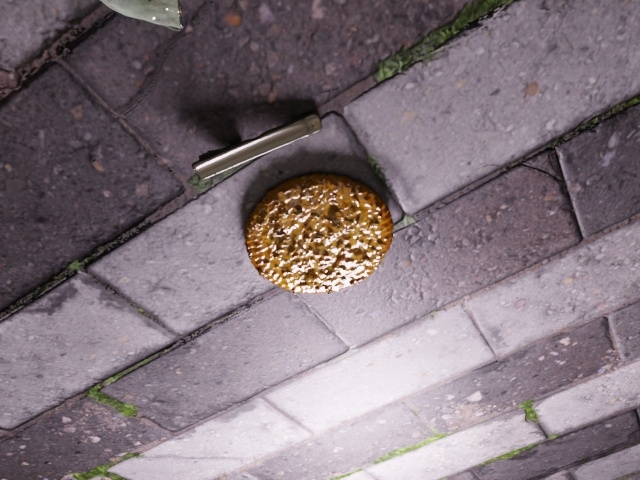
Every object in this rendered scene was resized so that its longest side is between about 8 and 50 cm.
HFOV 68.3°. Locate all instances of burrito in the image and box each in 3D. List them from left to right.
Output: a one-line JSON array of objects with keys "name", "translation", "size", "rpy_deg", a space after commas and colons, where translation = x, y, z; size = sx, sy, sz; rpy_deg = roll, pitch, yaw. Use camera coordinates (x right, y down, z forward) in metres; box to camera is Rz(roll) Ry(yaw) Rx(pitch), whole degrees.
[{"name": "burrito", "translation": [-0.209, -0.277, 0.517], "size": [0.118, 0.044, 0.074], "rpy_deg": [5, 132, -18]}]

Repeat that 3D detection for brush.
[{"name": "brush", "translation": [-0.090, -0.136, 0.665], "size": [0.190, 0.027, 0.034], "rpy_deg": [-23, 133, 1]}]

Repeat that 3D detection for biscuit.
[{"name": "biscuit", "translation": [0.000, 0.000, 0.781], "size": [0.254, 0.035, 0.254], "rpy_deg": [-4, 129, -5]}]
